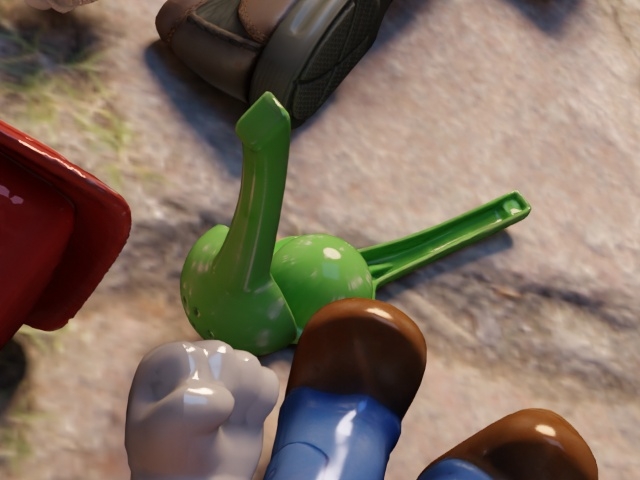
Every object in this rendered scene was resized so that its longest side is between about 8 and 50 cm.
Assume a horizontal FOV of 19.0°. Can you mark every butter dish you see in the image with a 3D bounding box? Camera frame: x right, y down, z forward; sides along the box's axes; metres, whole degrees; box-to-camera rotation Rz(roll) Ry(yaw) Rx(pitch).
[{"bbox_3d":[-0.165,0.011,0.662,0.160,0.160,0.118,29,66,-8],"label":"butter dish"}]

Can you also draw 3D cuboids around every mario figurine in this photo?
[{"bbox_3d":[0.024,0.136,0.632,0.198,0.170,0.320,3,33,14],"label":"mario figurine"}]

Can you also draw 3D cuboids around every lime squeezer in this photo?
[{"bbox_3d":[0.000,0.000,0.802,0.059,0.110,0.310,35,8,22],"label":"lime squeezer"}]

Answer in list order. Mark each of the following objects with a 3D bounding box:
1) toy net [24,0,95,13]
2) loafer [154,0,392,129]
[{"bbox_3d":[-0.187,-0.139,0.843,0.232,0.045,0.122,11,19,-29],"label":"toy net"},{"bbox_3d":[0.021,-0.166,0.942,0.084,0.096,0.267,29,55,13],"label":"loafer"}]
